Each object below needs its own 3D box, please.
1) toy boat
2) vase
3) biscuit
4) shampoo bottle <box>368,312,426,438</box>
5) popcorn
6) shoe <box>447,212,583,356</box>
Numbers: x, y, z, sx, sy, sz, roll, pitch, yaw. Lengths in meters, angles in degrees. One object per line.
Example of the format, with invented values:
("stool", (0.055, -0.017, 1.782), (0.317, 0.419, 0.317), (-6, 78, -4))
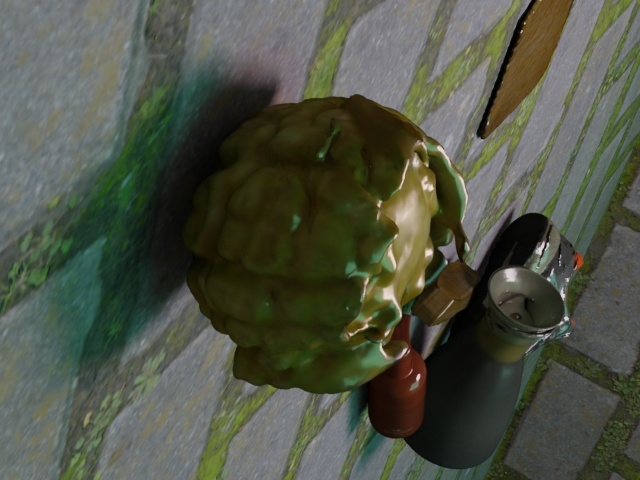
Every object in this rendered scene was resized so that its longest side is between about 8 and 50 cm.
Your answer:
("toy boat", (0.173, 0.079, 2.096), (0.072, 0.064, 0.206), (-51, 172, 20))
("vase", (0.239, 0.184, 2.201), (0.173, 0.173, 0.321), (-47, 169, -44))
("biscuit", (0.280, -0.259, 1.929), (0.237, 0.013, 0.232), (-46, 159, -49))
("shampoo bottle", (0.104, 0.188, 2.019), (0.085, 0.085, 0.244), (-55, 163, -24))
("popcorn", (0.000, 0.000, 1.107), (0.250, 0.190, 0.250), (-47, 158, -25))
("shoe", (0.332, 0.134, 2.455), (0.132, 0.171, 0.336), (14, -103, 60))
